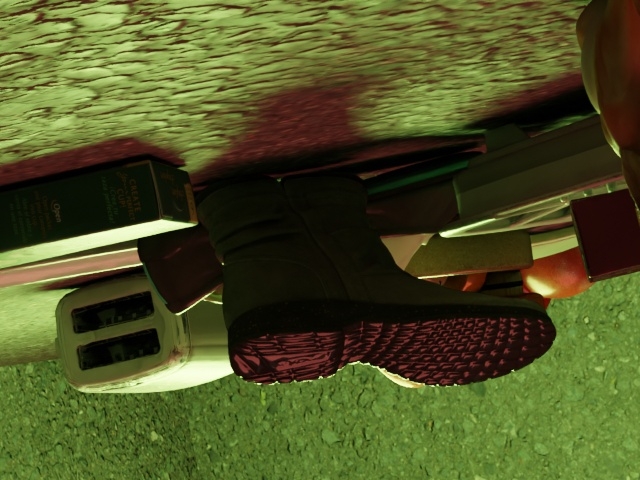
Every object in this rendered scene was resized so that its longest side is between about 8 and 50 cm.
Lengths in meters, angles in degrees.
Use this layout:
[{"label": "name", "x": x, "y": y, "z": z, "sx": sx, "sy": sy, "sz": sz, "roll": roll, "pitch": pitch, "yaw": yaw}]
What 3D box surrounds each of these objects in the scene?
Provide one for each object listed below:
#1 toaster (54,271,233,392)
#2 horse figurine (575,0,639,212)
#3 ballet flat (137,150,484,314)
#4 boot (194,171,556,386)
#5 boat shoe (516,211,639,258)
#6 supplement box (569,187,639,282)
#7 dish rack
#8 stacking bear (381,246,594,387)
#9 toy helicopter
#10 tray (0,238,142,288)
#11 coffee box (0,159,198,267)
[{"label": "toaster", "x": -0.176, "y": 0.096, "z": 2.065, "sx": 0.227, "sy": 0.129, "sz": 0.146, "roll": -12, "pitch": 174, "yaw": 31}, {"label": "horse figurine", "x": 0.159, "y": -0.060, "z": 0.880, "sx": 0.066, "sy": 0.174, "sz": 0.263, "roll": -16, "pitch": -172, "yaw": 13}, {"label": "ballet flat", "x": 0.000, "y": 0.000, "z": 1.462, "sx": 0.280, "sy": 0.096, "sz": 0.095, "roll": -10, "pitch": -173, "yaw": -11}, {"label": "boot", "x": 0.039, "y": 0.015, "z": 1.355, "sx": 0.246, "sy": 0.161, "sz": 0.083, "roll": 2, "pitch": 142, "yaw": -16}, {"label": "boat shoe", "x": 0.214, "y": -0.032, "z": 1.734, "sx": 0.254, "sy": 0.079, "sz": 0.095, "roll": -17, "pitch": 171, "yaw": 30}, {"label": "supplement box", "x": 0.196, "y": -0.003, "z": 1.308, "sx": 0.043, "sy": 0.055, "sz": 0.083, "roll": -14, "pitch": 175, "yaw": 7}, {"label": "dish rack", "x": 0.268, "y": -0.076, "z": 1.352, "sx": 0.285, "sy": 0.072, "sz": 0.333, "roll": -7, "pitch": 174, "yaw": -36}, {"label": "stacking bear", "x": 0.188, "y": 0.041, "z": 2.121, "sx": 0.289, "sy": 0.164, "sz": 0.175, "roll": -28, "pitch": 122, "yaw": 35}, {"label": "toy helicopter", "x": 0.007, "y": 0.027, "z": 1.646, "sx": 0.355, "sy": 0.140, "sz": 0.235, "roll": -6, "pitch": -179, "yaw": 29}, {"label": "tray", "x": -0.207, "y": 0.011, "z": 1.505, "sx": 0.270, "sy": 0.030, "sz": 0.145, "roll": -10, "pitch": 176, "yaw": -23}, {"label": "coffee box", "x": -0.177, "y": -0.012, "z": 1.218, "sx": 0.184, "sy": 0.040, "sz": 0.113, "roll": -12, "pitch": 176, "yaw": 9}]
